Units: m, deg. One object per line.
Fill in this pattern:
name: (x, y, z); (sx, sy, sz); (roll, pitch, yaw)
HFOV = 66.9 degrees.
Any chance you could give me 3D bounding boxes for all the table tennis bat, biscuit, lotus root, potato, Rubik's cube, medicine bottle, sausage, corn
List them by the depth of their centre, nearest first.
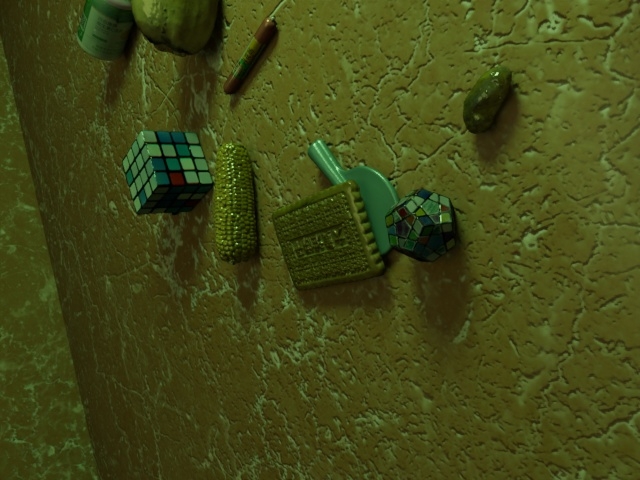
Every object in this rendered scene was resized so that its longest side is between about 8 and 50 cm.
potato: (0.214, -0.184, 0.635); (0.046, 0.045, 0.092); (22, 120, 4)
Rubik's cube: (0.145, -0.021, 0.698); (0.111, 0.111, 0.093); (-29, 102, 46)
table tennis bat: (0.051, -0.079, 0.834); (0.244, 0.040, 0.153); (56, 134, 22)
biscuit: (0.000, 0.000, 0.879); (0.254, 0.029, 0.172); (-16, 93, 52)
sausage: (-0.150, -0.379, 1.008); (0.223, 0.029, 0.029); (-40, 67, 43)
lotus root: (-0.311, -0.564, 1.043); (0.182, 0.182, 0.310); (22, 111, 43)
corn: (-0.187, -0.079, 1.052); (0.091, 0.091, 0.260); (-2, 95, 12)
Rubik's cube: (-0.382, -0.167, 1.205); (0.154, 0.151, 0.155); (-34, 70, 43)
medicine bottle: (-0.591, -0.654, 1.368); (0.274, 0.133, 0.134); (-45, 64, 42)

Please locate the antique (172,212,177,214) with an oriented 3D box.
antique: (-0.421, -0.165, 1.345); (0.031, 0.015, 0.192); (-23, 80, 45)
